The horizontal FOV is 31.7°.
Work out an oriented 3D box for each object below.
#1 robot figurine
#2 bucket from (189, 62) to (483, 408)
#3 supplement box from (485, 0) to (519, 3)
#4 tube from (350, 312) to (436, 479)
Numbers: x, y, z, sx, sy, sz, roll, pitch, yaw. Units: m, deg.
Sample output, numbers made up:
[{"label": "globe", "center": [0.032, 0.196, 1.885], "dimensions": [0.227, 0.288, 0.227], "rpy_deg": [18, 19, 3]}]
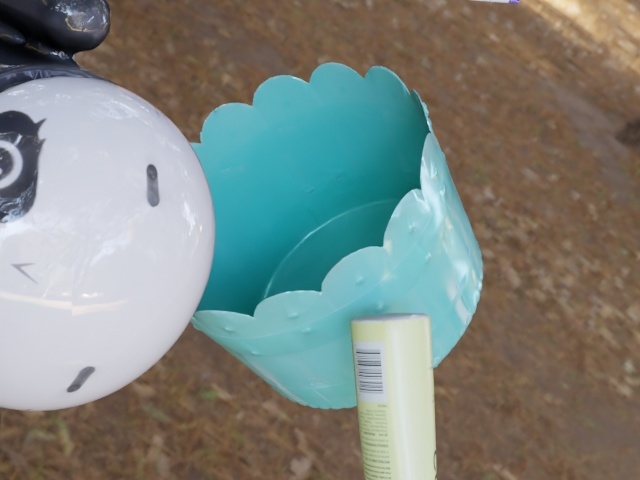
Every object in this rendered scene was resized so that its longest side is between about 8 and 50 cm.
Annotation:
[{"label": "robot figurine", "center": [-0.180, -0.024, 0.586], "dimensions": [0.173, 0.209, 0.278], "rpy_deg": [-37, 43, -27]}, {"label": "bucket", "center": [0.000, 0.000, 0.994], "dimensions": [0.183, 0.281, 0.281], "rpy_deg": [54, 9, -42]}, {"label": "supplement box", "center": [0.053, -0.266, 0.915], "dimensions": [0.220, 0.111, 0.114], "rpy_deg": [2, 27, -9]}, {"label": "tube", "center": [0.060, 0.175, 0.848], "dimensions": [0.070, 0.062, 0.240], "rpy_deg": [-1, 88, -66]}]
